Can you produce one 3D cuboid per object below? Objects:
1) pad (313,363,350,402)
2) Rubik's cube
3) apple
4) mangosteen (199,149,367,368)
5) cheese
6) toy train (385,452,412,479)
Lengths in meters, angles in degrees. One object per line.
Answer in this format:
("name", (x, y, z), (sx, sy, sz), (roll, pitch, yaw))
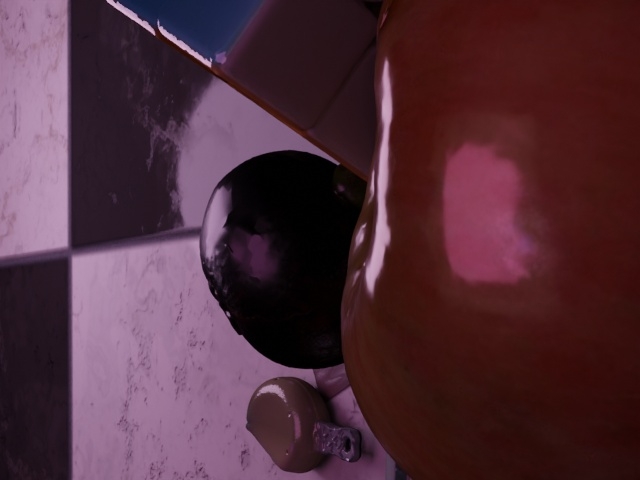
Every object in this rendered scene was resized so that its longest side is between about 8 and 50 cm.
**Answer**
("pad", (0.006, 0.063, 1.306), (0.113, 0.006, 0.188), (-41, 57, 45))
("Rubik's cube", (0.026, -0.227, 0.984), (0.290, 0.291, 0.291), (-55, 43, 4))
("apple", (0.187, -0.003, 0.750), (0.391, 0.346, 0.392), (10, -90, -87))
("mangosteen", (-0.006, 0.009, 1.178), (0.216, 0.216, 0.216), (-4, 85, 54))
("cheese", (-0.016, 0.200, 1.293), (0.171, 0.047, 0.092), (35, 119, 47))
("toy train", (0.109, 0.072, 1.099), (0.088, 0.086, 0.407), (2, 89, 57))
